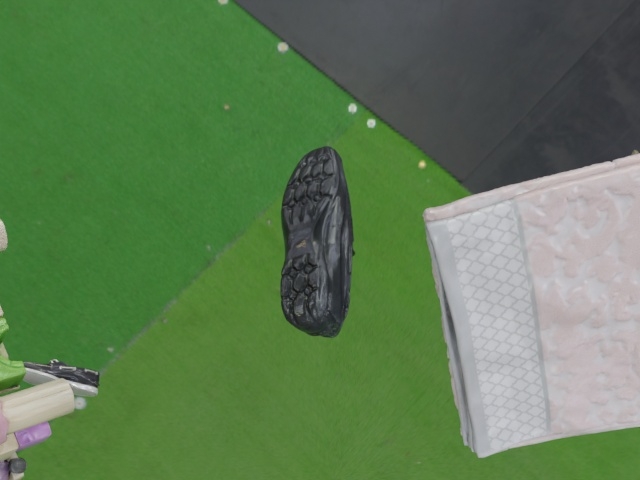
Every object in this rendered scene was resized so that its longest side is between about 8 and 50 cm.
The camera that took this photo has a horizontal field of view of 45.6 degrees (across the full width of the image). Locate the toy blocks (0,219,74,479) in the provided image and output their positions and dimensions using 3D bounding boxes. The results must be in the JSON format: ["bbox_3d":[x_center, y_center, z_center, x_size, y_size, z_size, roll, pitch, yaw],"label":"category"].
[{"bbox_3d":[-0.491,0.172,0.893,0.260,0.309,0.288,-15,69,-42],"label":"toy blocks"}]

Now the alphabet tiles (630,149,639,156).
[{"bbox_3d":[0.416,0.005,1.162,0.011,0.342,0.285,28,112,9],"label":"alphabet tiles"}]

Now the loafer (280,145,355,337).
[{"bbox_3d":[0.000,0.000,0.846,0.076,0.078,0.223,-13,59,29],"label":"loafer"}]

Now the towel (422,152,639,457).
[{"bbox_3d":[0.290,0.079,0.836,0.317,0.053,0.332,-13,115,3],"label":"towel"}]

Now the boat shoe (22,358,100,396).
[{"bbox_3d":[-0.377,0.192,1.098,0.125,0.046,0.038,23,54,-31],"label":"boat shoe"}]
